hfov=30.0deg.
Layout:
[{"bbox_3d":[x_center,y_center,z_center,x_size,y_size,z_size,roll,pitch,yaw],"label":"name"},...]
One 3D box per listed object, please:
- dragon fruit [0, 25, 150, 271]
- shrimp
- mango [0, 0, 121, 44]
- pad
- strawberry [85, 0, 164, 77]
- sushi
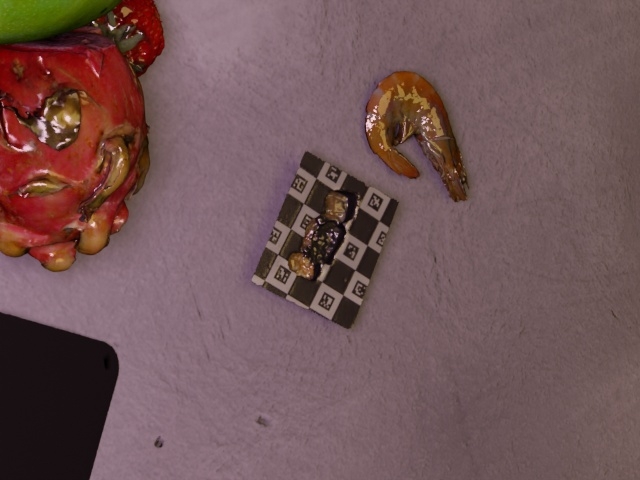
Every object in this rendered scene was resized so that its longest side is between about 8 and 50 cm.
[{"bbox_3d":[-0.328,-0.106,1.448,0.250,0.269,0.291,2,109,-14],"label":"dragon fruit"},{"bbox_3d":[0.163,-0.157,1.923,0.150,0.068,0.249,-45,110,-13],"label":"shrimp"},{"bbox_3d":[-0.343,-0.317,1.331,0.382,0.225,0.201,-44,154,-51],"label":"mango"},{"bbox_3d":[-0.448,0.242,1.511,0.375,0.063,0.315,25,75,-44],"label":"pad"},{"bbox_3d":[-0.274,-0.284,1.586,0.131,0.148,0.131,-7,123,-10],"label":"strawberry"},{"bbox_3d":[0.000,0.000,1.811,0.192,0.050,0.215,27,80,-29],"label":"sushi"}]
